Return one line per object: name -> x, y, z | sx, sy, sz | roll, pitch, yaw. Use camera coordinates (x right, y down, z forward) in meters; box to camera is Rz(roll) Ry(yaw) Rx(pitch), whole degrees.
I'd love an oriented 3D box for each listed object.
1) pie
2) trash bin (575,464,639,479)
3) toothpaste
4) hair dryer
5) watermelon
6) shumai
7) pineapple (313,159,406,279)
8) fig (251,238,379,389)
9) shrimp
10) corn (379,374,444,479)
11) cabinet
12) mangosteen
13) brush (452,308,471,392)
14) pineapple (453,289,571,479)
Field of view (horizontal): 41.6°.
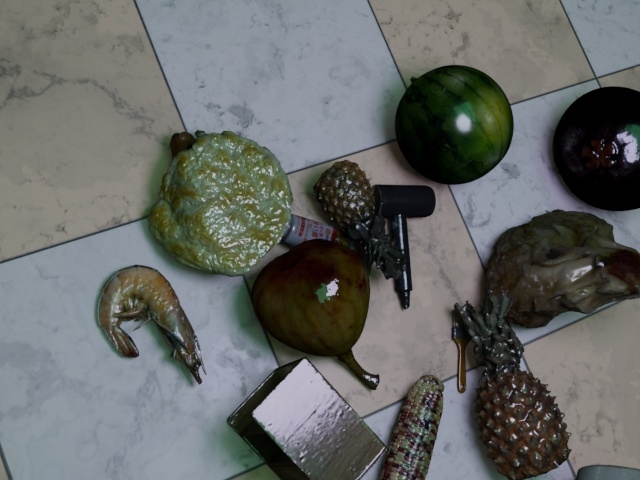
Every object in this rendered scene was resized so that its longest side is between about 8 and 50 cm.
pie -> -0.181, -0.071, 1.563 | 0.257, 0.105, 0.275 | 14, 72, -1
trash bin -> 0.559, 0.659, 1.540 | 0.280, 0.280, 0.432 | 24, 65, -12
toothpaste -> 0.000, 0.000, 1.651 | 0.234, 0.057, 0.089 | 21, 61, -21
hair dryer -> 0.176, 0.011, 1.708 | 0.128, 0.070, 0.256 | -3, 83, -21
watermelon -> 0.269, -0.234, 1.708 | 0.242, 0.242, 0.242 | 5, 73, -18
shumai -> 0.504, 0.037, 1.687 | 0.346, 0.283, 0.217 | -24, 86, -22
pineapple -> 0.086, -0.034, 1.636 | 0.125, 0.125, 0.251 | -27, 73, -24
fig -> 0.020, 0.161, 1.554 | 0.217, 0.217, 0.321 | -37, 111, -24
shrimp -> -0.299, 0.161, 1.503 | 0.143, 0.052, 0.251 | -34, 80, -14
corn -> 0.174, 0.375, 1.585 | 0.086, 0.086, 0.253 | 24, 67, -12
cabinet -> -0.029, 0.341, 1.473 | 0.215, 0.175, 0.148 | 47, 66, -2
mangosteen -> 0.655, -0.202, 1.845 | 0.302, 0.275, 0.275 | -16, 79, -56
brush -> 0.286, 0.223, 1.705 | 0.043, 0.014, 0.170 | 7, 74, -16
pineapple -> 0.355, 0.278, 1.636 | 0.175, 0.175, 0.361 | -18, 77, -23
